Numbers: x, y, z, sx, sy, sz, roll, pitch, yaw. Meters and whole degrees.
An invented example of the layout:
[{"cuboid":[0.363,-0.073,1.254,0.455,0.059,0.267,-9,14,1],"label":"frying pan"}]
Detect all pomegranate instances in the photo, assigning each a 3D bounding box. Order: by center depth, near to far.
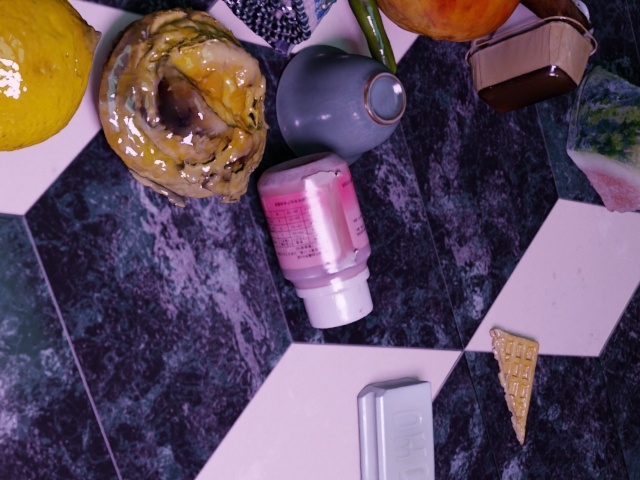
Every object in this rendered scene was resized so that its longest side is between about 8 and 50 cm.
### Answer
[{"cuboid":[0.209,-0.451,1.662,0.252,0.229,0.270,7,99,-44],"label":"pomegranate"}]

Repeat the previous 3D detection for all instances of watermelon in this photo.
[{"cuboid":[0.608,-0.184,2.015,0.310,0.231,0.193,34,65,16],"label":"watermelon"}]

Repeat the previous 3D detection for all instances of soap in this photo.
[{"cuboid":[0.125,0.331,1.717,0.119,0.067,0.198,-4,93,-39],"label":"soap"}]

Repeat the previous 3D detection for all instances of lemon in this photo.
[{"cuboid":[-0.398,-0.216,1.220,0.254,0.228,0.228,3,89,-31],"label":"lemon"}]

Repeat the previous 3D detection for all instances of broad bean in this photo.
[{"cuboid":[0.064,-0.374,1.647,0.043,0.060,0.297,-23,93,1],"label":"broad bean"}]

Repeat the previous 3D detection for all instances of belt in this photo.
[{"cuboid":[-0.068,-0.424,1.481,0.295,0.207,0.160,47,66,-25],"label":"belt"}]

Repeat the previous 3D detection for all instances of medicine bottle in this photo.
[{"cuboid":[0.000,0.000,1.574,0.147,0.147,0.247,-24,105,-35],"label":"medicine bottle"}]

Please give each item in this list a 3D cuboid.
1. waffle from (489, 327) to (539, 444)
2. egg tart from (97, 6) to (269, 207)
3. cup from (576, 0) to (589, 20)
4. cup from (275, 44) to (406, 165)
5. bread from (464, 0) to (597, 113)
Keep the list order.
[{"cuboid":[0.336,0.264,1.894,0.125,0.032,0.191,20,77,-37],"label":"waffle"},{"cuboid":[-0.165,-0.186,1.466,0.297,0.132,0.297,0,89,-43],"label":"egg tart"},{"cuboid":[0.417,-0.387,1.907,0.074,0.116,0.104,37,76,-29],"label":"cup"},{"cuboid":[0.053,-0.210,1.607,0.199,0.150,0.199,0,90,-37],"label":"cup"},{"cuboid":[0.353,-0.339,1.792,0.142,0.224,0.211,29,59,-40],"label":"bread"}]
